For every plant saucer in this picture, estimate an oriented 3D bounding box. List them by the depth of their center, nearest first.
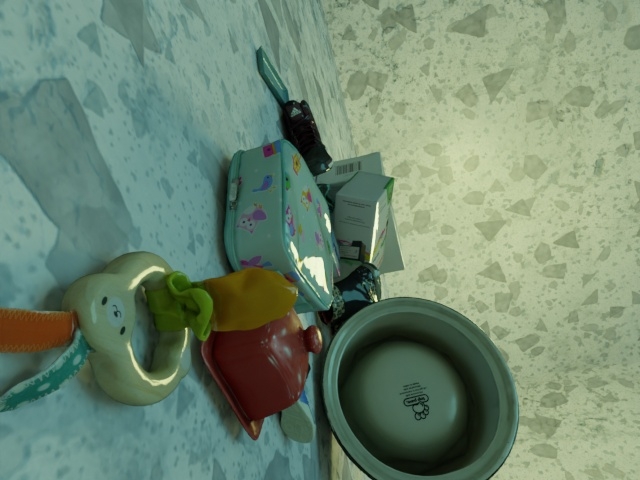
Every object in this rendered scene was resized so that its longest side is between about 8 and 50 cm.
[{"bbox_3d":[-0.108,-0.373,1.061,0.192,0.018,0.067,42,38,-73],"label":"plant saucer"}]

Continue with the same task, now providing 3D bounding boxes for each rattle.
[{"bbox_3d":[-0.112,0.064,0.332,0.200,0.142,0.130,61,39,-74],"label":"rattle"}]

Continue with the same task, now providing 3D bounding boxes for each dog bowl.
[{"bbox_3d":[0.197,0.336,0.978,0.150,0.407,0.408,98,-9,-54],"label":"dog bowl"}]

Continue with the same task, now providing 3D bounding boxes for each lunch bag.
[{"bbox_3d":[-0.058,-0.006,0.718,0.279,0.107,0.224,57,29,-57],"label":"lunch bag"}]

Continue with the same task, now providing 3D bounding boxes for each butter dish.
[{"bbox_3d":[-0.055,0.132,0.557,0.160,0.118,0.160,-79,152,-60],"label":"butter dish"}]

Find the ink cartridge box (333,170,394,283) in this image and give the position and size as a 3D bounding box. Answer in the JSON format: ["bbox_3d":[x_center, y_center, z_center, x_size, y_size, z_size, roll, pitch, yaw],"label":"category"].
[{"bbox_3d":[0.116,-0.027,1.267,0.201,0.117,0.278,-50,149,-56],"label":"ink cartridge box"}]

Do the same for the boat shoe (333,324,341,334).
[{"bbox_3d":[0.066,0.238,1.196,0.066,0.066,0.183,-73,147,-51],"label":"boat shoe"}]

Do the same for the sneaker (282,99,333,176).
[{"bbox_3d":[-0.049,-0.246,1.064,0.281,0.106,0.163,-101,170,-68],"label":"sneaker"}]

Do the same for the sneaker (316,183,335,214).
[{"bbox_3d":[0.009,-0.079,1.199,0.065,0.076,0.167,-82,158,-56],"label":"sneaker"}]

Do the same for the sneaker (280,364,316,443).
[{"bbox_3d":[-0.037,0.237,0.706,0.085,0.058,0.152,-61,133,-60],"label":"sneaker"}]

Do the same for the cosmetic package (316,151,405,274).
[{"bbox_3d":[0.137,-0.069,1.477,0.156,0.217,0.385,-84,161,-54],"label":"cosmetic package"}]

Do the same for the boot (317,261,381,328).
[{"bbox_3d":[0.077,0.189,1.114,0.178,0.085,0.237,-20,109,-40],"label":"boot"}]

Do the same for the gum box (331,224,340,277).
[{"bbox_3d":[0.000,0.000,1.109,0.107,0.062,0.188,-84,159,-56],"label":"gum box"}]
